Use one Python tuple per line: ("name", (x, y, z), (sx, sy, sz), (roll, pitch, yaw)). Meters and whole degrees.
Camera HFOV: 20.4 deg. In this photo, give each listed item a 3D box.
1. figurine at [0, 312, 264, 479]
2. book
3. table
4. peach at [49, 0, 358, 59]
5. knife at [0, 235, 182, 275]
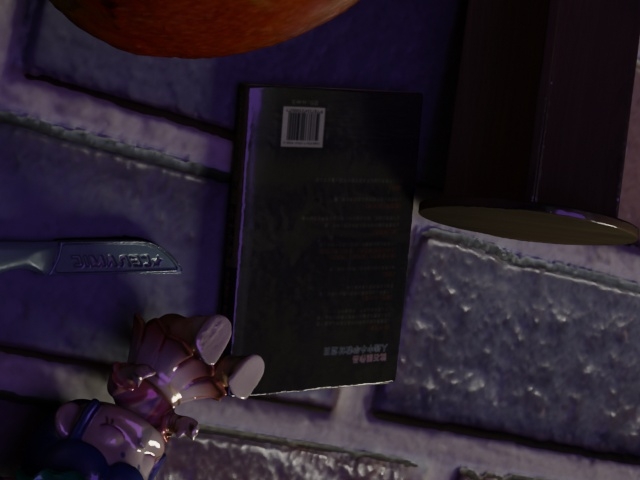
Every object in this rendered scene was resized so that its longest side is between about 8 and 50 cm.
("figurine", (-0.132, 0.136, 1.210), (0.195, 0.102, 0.111), (-50, 120, -22))
("book", (0.000, 0.000, 1.323), (0.160, 0.024, 0.228), (0, 99, -36))
("table", (0.172, -0.121, 1.358), (0.167, 0.167, 0.227), (13, 83, -37))
("peach", (-0.046, -0.283, 1.065), (0.372, 0.290, 0.373), (-11, 113, -29))
("knife", (-0.183, 0.012, 1.196), (0.210, 0.015, 0.028), (-2, 93, -37))
